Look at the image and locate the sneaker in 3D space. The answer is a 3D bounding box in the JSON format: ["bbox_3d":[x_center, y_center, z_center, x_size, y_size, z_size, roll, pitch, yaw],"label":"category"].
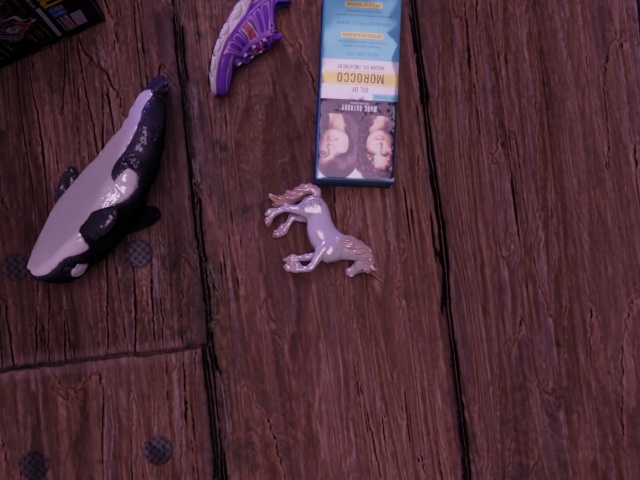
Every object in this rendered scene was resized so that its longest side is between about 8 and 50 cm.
[{"bbox_3d":[-0.090,-0.255,1.003,0.071,0.068,0.169,28,85,-6],"label":"sneaker"}]

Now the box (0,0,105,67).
[{"bbox_3d":[-0.398,-0.267,0.863,0.257,0.322,0.079,-27,89,-3],"label":"box"}]

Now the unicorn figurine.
[{"bbox_3d":[0.000,0.000,0.992,0.111,0.060,0.161,-22,89,-1],"label":"unicorn figurine"}]

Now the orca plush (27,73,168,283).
[{"bbox_3d":[-0.246,-0.063,0.993,0.151,0.102,0.287,8,71,43],"label":"orca plush"}]

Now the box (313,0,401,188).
[{"bbox_3d":[0.046,-0.191,1.005,0.101,0.060,0.244,2,86,-2],"label":"box"}]
